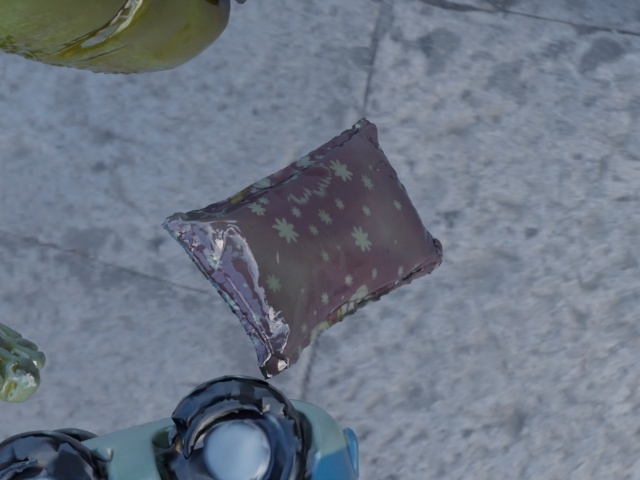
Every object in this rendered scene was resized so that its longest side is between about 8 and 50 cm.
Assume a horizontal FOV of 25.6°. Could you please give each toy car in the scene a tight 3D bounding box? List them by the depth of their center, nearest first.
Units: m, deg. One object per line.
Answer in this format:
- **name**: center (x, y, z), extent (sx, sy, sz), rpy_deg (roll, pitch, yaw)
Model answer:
- **toy car**: center (-0.092, 0.189, 0.851), extent (0.255, 0.188, 0.190), rpy_deg (-13, 85, -6)

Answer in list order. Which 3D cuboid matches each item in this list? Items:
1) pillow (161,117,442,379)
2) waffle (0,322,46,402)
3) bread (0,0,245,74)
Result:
- **pillow**: center (0.000, 0.000, 0.871), extent (0.043, 0.185, 0.118), rpy_deg (-23, 97, 52)
- **waffle**: center (-0.408, 0.077, 1.276), extent (0.292, 0.309, 0.056), rpy_deg (26, 102, 59)
- **bread**: center (-0.197, -0.226, 0.866), extent (0.251, 0.376, 0.208), rpy_deg (31, 100, 25)
